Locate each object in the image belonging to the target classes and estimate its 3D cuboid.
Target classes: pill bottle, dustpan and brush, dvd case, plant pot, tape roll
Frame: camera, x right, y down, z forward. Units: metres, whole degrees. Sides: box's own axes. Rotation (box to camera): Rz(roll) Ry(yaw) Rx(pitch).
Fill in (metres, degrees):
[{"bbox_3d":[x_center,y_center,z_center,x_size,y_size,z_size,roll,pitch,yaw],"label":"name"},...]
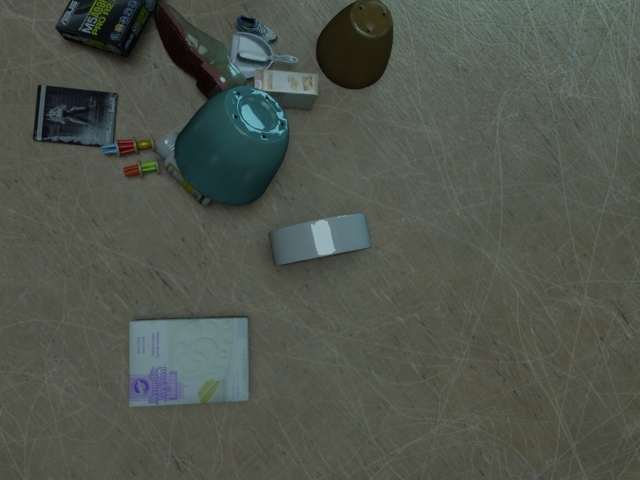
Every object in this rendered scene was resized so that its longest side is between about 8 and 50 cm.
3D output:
[{"bbox_3d":[-0.372,-0.210,1.642,0.215,0.117,0.117,45,81,-4],"label":"pill bottle"},{"bbox_3d":[-0.174,-0.558,1.725,0.211,0.060,0.147,6,86,-8],"label":"dustpan and brush"},{"bbox_3d":[-0.714,-0.361,1.648,0.221,0.018,0.164,4,87,-10],"label":"dvd case"},{"bbox_3d":[0.120,-0.606,1.680,0.237,0.254,0.237,0,87,-8],"label":"plant pot"},{"bbox_3d":[-0.222,-0.279,1.548,0.293,0.235,0.293,17,55,-26],"label":"plant pot"},{"bbox_3d":[0.000,0.000,1.603,0.286,0.286,0.100,-11,87,-10],"label":"tape roll"}]

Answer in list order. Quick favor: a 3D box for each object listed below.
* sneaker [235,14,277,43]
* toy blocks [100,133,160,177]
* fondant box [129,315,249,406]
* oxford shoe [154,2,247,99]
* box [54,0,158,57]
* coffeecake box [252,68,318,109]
[{"bbox_3d":[-0.197,-0.648,1.730,0.135,0.058,0.052,21,83,-8],"label":"sneaker"},{"bbox_3d":[-0.553,-0.239,1.643,0.148,0.054,0.123,-12,87,-13],"label":"toy blocks"},{"bbox_3d":[-0.371,0.341,1.615,0.330,0.096,0.238,-1,86,-8],"label":"fondant box"},{"bbox_3d":[-0.360,-0.567,1.686,0.130,0.123,0.348,-37,91,-33],"label":"oxford shoe"},{"bbox_3d":[-0.598,-0.676,1.621,0.216,0.060,0.270,19,75,11],"label":"box"},{"bbox_3d":[-0.109,-0.449,1.687,0.185,0.142,0.068,2,85,-9],"label":"coffeecake box"}]
